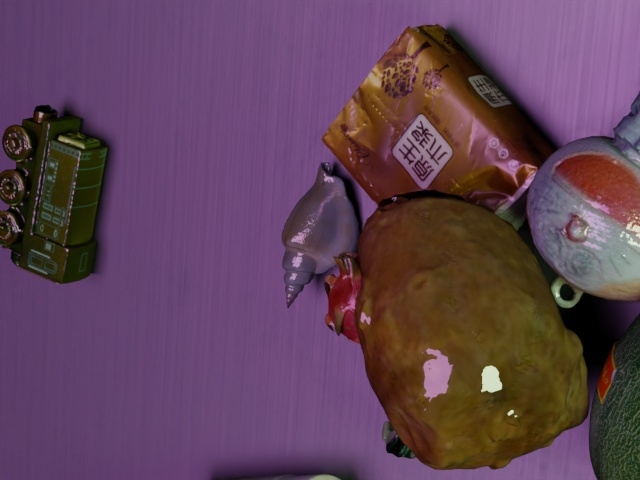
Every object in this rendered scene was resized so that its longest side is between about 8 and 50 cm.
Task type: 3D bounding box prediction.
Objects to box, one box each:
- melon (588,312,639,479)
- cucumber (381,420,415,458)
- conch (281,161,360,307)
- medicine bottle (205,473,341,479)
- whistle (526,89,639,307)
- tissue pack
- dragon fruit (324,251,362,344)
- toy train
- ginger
[{"bbox_3d":[0.366,0.147,1.600,0.182,0.182,0.287,39,122,26],"label":"melon"},{"bbox_3d":[0.142,0.145,1.841,0.086,0.115,0.193,22,113,-14],"label":"cucumber"},{"bbox_3d":[-0.006,-0.001,1.939,0.088,0.065,0.180,27,104,34],"label":"conch"},{"bbox_3d":[-0.085,0.364,2.009,0.254,0.152,0.152,-12,91,39],"label":"medicine bottle"},{"bbox_3d":[0.321,-0.076,1.616,0.189,0.189,0.348,40,109,26],"label":"whistle"},{"bbox_3d":[0.134,-0.097,1.799,0.226,0.092,0.183,52,125,21],"label":"tissue pack"},{"bbox_3d":[0.046,0.066,1.898,0.086,0.081,0.116,5,114,17],"label":"dragon fruit"},{"bbox_3d":[-0.357,-0.062,2.194,0.137,0.090,0.225,21,110,26],"label":"toy train"},{"bbox_3d":[0.142,0.098,1.638,0.223,0.200,0.269,35,143,62],"label":"ginger"}]
